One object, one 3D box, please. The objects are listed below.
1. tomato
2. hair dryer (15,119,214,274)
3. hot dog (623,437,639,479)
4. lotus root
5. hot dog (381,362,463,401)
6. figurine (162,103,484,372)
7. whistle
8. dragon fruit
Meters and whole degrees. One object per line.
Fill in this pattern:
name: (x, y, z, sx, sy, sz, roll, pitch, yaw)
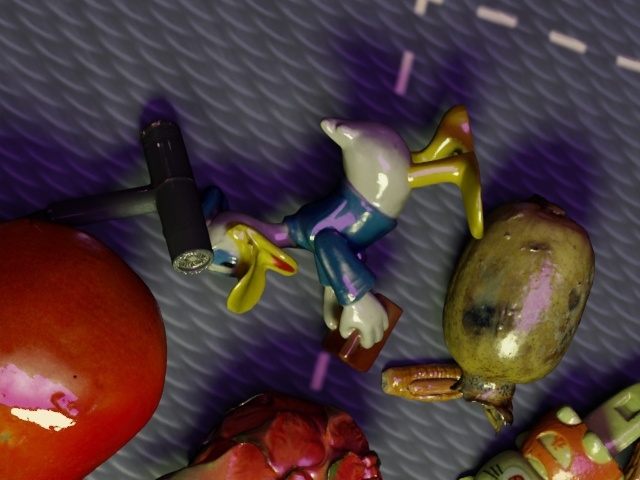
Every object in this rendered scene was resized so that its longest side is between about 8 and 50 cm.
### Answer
tomato: (-0.300, 0.134, 1.682, 0.299, 0.226, 0.298, -4, 118, -7)
hair dryer: (-0.218, -0.019, 1.752, 0.195, 0.173, 0.050, -21, 146, 4)
hot dog: (0.428, 0.278, 1.993, 0.161, 0.099, 0.226, 18, 92, -18)
lotus root: (0.208, 0.084, 1.871, 0.154, 0.154, 0.278, 17, 98, -17)
hot dog: (0.138, 0.164, 1.929, 0.137, 0.028, 0.044, 2, 106, -17)
figurine: (0.000, 0.000, 1.818, 0.338, 0.204, 0.283, -1, 107, -3)
whistle: (0.279, 0.258, 1.933, 0.288, 0.131, 0.106, -39, 143, -3)
dragon fruit: (-0.051, 0.262, 1.816, 0.274, 0.192, 0.193, 3, 57, 18)
